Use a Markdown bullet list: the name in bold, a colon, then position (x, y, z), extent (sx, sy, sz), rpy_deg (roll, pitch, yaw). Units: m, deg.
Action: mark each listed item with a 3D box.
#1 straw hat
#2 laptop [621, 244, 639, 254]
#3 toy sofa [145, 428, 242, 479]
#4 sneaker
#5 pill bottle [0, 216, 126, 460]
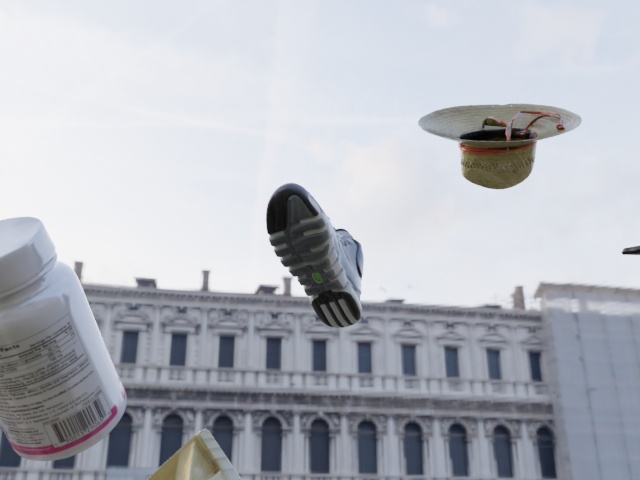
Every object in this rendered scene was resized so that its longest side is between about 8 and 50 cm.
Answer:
- **straw hat**: position (0.161, -0.080, 0.682), extent (0.144, 0.144, 0.061), rpy_deg (-2, -66, 4)
- **laptop**: position (0.353, 0.062, 0.409), extent (0.264, 0.136, 0.234), rpy_deg (56, -24, -10)
- **toy sofa**: position (-0.204, 0.343, 0.673), extent (0.362, 0.177, 0.150), rpy_deg (-24, -18, -51)
- **sneaker**: position (0.000, 0.000, 1.049), extent (0.086, 0.132, 0.229), rpy_deg (-12, -61, 22)
- **pill bottle**: position (-0.366, 0.124, 0.956), extent (0.160, 0.160, 0.283), rpy_deg (-6, -63, 13)
